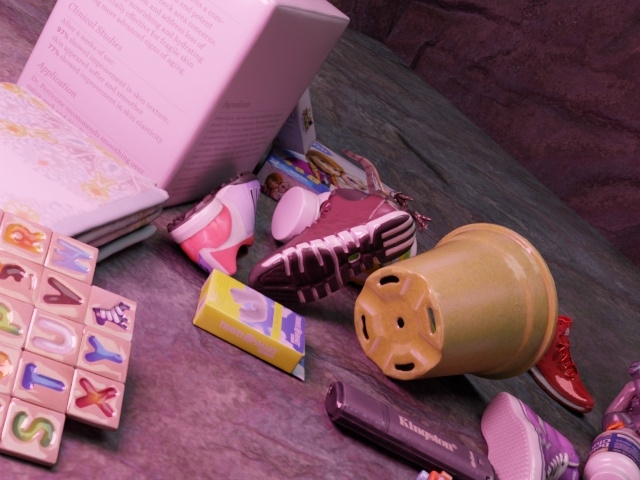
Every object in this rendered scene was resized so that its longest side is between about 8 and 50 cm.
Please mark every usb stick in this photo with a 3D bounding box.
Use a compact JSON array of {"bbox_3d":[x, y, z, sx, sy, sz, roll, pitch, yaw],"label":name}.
[{"bbox_3d":[0.128,0.278,1.259,0.278,0.045,0.077,30,14,-15],"label":"usb stick"}]

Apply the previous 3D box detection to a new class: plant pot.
[{"bbox_3d":[0.202,0.116,1.479,0.254,0.276,0.276,-7,45,-45],"label":"plant pot"}]

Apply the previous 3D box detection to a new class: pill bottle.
[{"bbox_3d":[0.040,-0.006,1.623,0.246,0.136,0.136,23,23,-29],"label":"pill bottle"},{"bbox_3d":[0.491,0.389,1.510,0.094,0.094,0.169,40,21,12],"label":"pill bottle"}]

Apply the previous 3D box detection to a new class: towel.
[{"bbox_3d":[-0.405,-0.086,1.192,0.321,0.090,0.374,35,20,7],"label":"towel"}]

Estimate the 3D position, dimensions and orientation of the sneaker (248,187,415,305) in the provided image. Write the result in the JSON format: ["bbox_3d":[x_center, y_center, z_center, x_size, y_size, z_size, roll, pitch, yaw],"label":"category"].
[{"bbox_3d":[0.000,0.000,1.459,0.281,0.106,0.162,-20,37,-13],"label":"sneaker"}]

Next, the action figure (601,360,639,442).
[{"bbox_3d":[0.641,0.397,1.721,0.330,0.179,0.341,-7,73,-52],"label":"action figure"}]

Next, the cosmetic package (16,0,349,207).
[{"bbox_3d":[-0.227,-0.312,1.519,0.329,0.393,0.327,41,21,12],"label":"cosmetic package"}]

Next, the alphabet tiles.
[{"bbox_3d":[-0.351,0.070,0.911,0.343,0.011,0.285,25,41,-25],"label":"alphabet tiles"}]

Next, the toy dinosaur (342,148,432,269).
[{"bbox_3d":[0.122,-0.059,1.589,0.118,0.064,0.268,11,47,-30],"label":"toy dinosaur"}]

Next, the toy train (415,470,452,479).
[{"bbox_3d":[0.197,0.364,1.179,0.166,0.046,0.125,37,21,7],"label":"toy train"}]

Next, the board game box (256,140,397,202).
[{"bbox_3d":[0.026,-0.107,1.925,0.319,0.066,0.318,32,21,-8],"label":"board game box"}]

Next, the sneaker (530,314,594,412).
[{"bbox_3d":[0.480,0.230,1.793,0.221,0.128,0.087,43,22,22],"label":"sneaker"}]

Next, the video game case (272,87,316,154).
[{"bbox_3d":[-0.147,-0.304,1.782,0.270,0.061,0.244,21,-28,19],"label":"video game case"}]

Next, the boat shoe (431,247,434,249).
[{"bbox_3d":[0.308,0.076,1.944,0.258,0.095,0.084,34,14,-35],"label":"boat shoe"}]

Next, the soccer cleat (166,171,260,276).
[{"bbox_3d":[-0.150,-0.027,1.459,0.116,0.109,0.318,56,16,-8],"label":"soccer cleat"}]

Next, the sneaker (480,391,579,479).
[{"bbox_3d":[0.339,0.344,1.373,0.161,0.102,0.282,36,20,-5],"label":"sneaker"}]

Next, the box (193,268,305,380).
[{"bbox_3d":[-0.089,0.119,1.283,0.178,0.042,0.109,29,21,-13],"label":"box"}]
